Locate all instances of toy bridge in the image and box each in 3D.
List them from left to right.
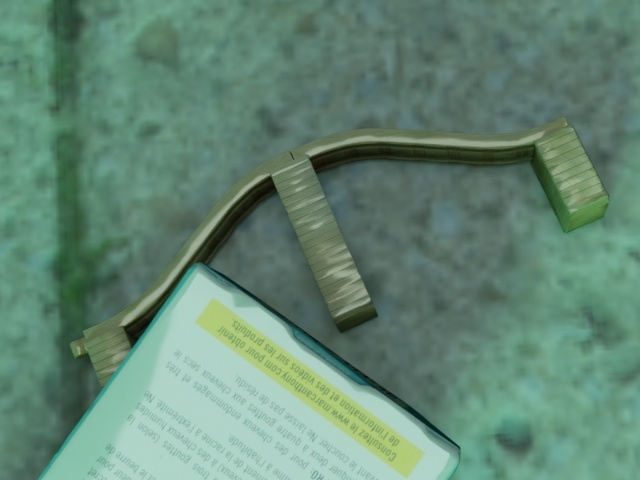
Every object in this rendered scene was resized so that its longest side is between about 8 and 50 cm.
[{"bbox_3d":[0.000,0.000,0.535,0.188,0.026,0.063,-24,74,1],"label":"toy bridge"}]

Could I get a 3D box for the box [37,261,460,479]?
[{"bbox_3d":[-0.065,0.135,0.477,0.100,0.060,0.244,36,88,8],"label":"box"}]
